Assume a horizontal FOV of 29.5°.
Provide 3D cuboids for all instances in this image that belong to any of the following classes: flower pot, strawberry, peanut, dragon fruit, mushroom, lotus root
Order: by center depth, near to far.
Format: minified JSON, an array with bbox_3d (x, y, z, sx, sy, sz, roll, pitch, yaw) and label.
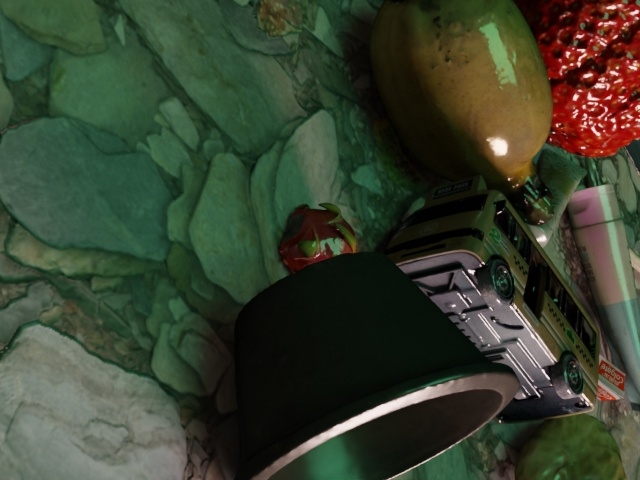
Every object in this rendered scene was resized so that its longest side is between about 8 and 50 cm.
[{"bbox_3d":[0.022,0.118,1.079,0.269,0.269,0.166,6,51,-49],"label":"flower pot"},{"bbox_3d":[0.000,0.000,1.202,0.056,0.060,0.083,45,50,-36],"label":"dragon fruit"},{"bbox_3d":[0.171,-0.150,1.356,0.183,0.183,0.310,-45,115,-47],"label":"lotus root"},{"bbox_3d":[0.315,0.318,1.433,0.197,0.110,0.233,-34,104,-54],"label":"peanut"},{"bbox_3d":[0.354,-0.229,1.435,0.250,0.288,0.238,-36,104,-53],"label":"strawberry"},{"bbox_3d":[0.437,-0.012,1.744,0.306,0.043,0.068,49,28,-26],"label":"mushroom"}]

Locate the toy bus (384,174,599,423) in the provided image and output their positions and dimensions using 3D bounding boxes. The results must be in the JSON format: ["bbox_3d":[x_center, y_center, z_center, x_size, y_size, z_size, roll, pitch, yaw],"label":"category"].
[{"bbox_3d":[0.196,0.071,1.350,0.289,0.139,0.157,49,42,-30],"label":"toy bus"}]

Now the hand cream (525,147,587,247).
[{"bbox_3d":[0.294,-0.051,1.576,0.067,0.042,0.194,26,48,7],"label":"hand cream"}]

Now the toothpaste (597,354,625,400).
[{"bbox_3d":[0.327,0.149,1.557,0.196,0.040,0.047,36,55,-38],"label":"toothpaste"}]

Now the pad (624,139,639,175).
[{"bbox_3d":[0.499,-0.178,1.893,0.243,0.004,0.163,56,43,-22],"label":"pad"}]

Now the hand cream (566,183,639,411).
[{"bbox_3d":[0.393,0.083,1.636,0.111,0.070,0.312,118,-40,-85],"label":"hand cream"}]
